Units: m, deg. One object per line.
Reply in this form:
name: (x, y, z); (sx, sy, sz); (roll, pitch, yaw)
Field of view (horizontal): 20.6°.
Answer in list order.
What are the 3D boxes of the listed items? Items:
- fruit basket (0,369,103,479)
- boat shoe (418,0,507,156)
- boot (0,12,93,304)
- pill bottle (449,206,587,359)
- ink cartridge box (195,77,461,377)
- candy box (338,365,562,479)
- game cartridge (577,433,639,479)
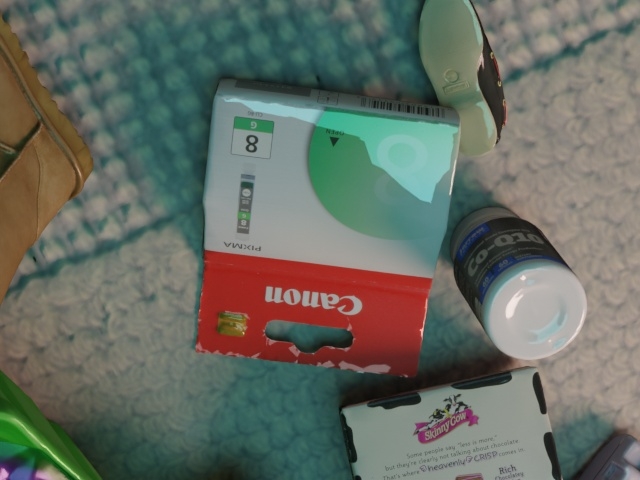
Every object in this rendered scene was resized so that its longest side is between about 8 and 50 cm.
fruit basket: (-0.287, 0.296, 1.216); (0.392, 0.392, 0.283); (-34, 131, 4)
boat shoe: (0.106, -0.129, 1.303); (0.049, 0.042, 0.133); (-7, 113, 23)
boot: (-0.272, -0.035, 1.152); (0.089, 0.269, 0.236); (-23, 118, 38)
pill bottle: (0.143, 0.028, 1.315); (0.078, 0.137, 0.078); (-3, 111, -9)
ink cartridge box: (0.000, 0.000, 1.312); (0.181, 0.056, 0.224); (7, 108, 0)
candy box: (0.114, 0.227, 1.371); (0.159, 0.071, 0.233); (-11, 86, -3)
game cartridge: (0.234, 0.329, 1.458); (0.196, 0.060, 0.294); (38, 87, -16)
